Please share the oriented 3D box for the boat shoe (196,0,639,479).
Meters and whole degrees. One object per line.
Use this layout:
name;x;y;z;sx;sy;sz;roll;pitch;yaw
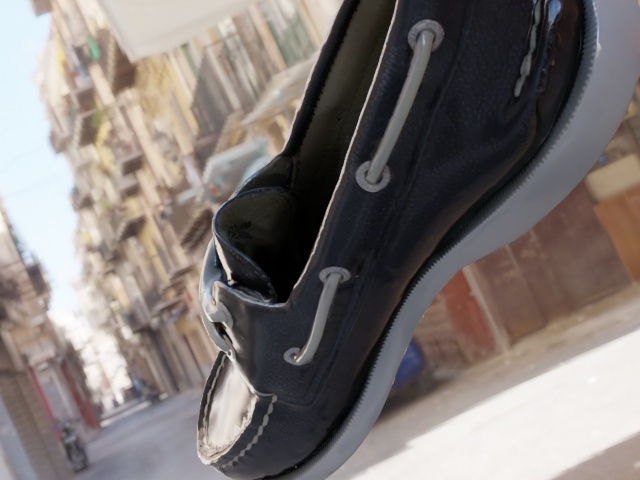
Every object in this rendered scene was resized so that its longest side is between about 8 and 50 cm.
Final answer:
boat shoe;0.000;0.000;0.447;0.091;0.114;0.302;14;-51;-23
